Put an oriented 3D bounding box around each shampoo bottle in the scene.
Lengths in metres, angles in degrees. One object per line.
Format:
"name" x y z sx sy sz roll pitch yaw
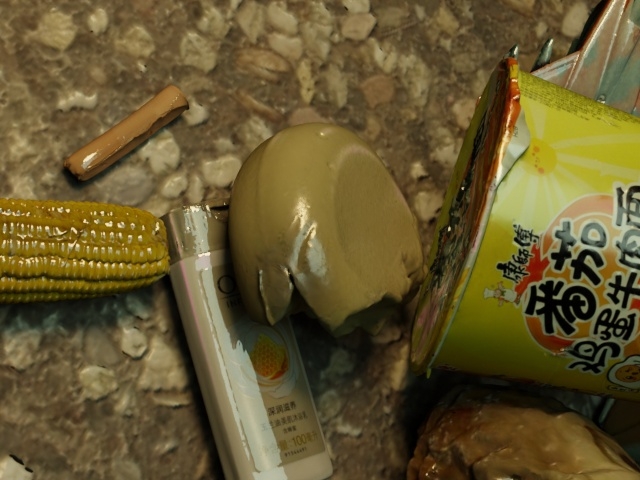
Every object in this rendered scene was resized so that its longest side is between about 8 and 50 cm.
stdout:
"shampoo bottle" -0.058 0.082 0.979 0.086 0.056 0.227 -9 79 -41

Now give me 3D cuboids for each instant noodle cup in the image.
"instant noodle cup" 0.198 0.008 0.994 0.200 0.264 0.264 17 67 -2

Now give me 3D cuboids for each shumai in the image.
"shumai" 0.225 0.243 0.953 0.217 0.283 0.346 -32 89 -30

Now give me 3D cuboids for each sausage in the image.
"sausage" -0.151 -0.083 0.998 0.116 0.026 0.026 -40 96 -30

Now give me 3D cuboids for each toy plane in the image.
"toy plane" 0.254 -0.153 1.175 0.223 0.104 0.326 22 82 -22

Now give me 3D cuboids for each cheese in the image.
"cheese" 0.000 0.000 0.974 0.175 0.091 0.202 64 26 -8

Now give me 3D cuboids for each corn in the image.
"corn" -0.215 0.006 0.906 0.231 0.080 0.080 -2 76 -28

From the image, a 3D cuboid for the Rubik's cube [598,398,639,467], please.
"Rubik's cube" 0.500 0.136 1.093 0.351 0.347 0.352 40 60 -13
